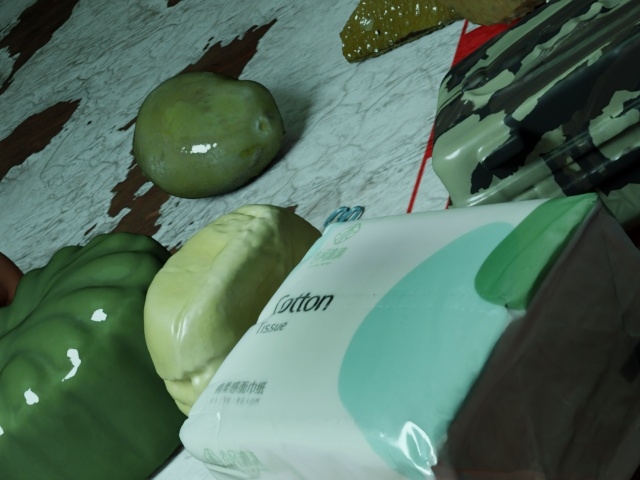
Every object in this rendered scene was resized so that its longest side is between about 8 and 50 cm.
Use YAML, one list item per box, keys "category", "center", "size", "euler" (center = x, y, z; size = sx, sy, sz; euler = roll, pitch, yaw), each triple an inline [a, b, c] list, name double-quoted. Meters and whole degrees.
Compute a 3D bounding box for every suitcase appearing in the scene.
- category: "suitcase"
  center: [0.277, -0.141, 1.542]
  size: [0.352, 0.194, 0.339]
  euler: [-32, 18, 17]

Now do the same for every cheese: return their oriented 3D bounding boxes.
- category: "cheese"
  center: [-0.055, 0.085, 1.609]
  size: [0.117, 0.214, 0.226]
  euler: [-2, 39, 50]

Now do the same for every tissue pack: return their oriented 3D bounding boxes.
- category: "tissue pack"
  center: [0.088, 0.117, 1.356]
  size: [0.356, 0.194, 0.266]
  euler: [-5, 43, 55]

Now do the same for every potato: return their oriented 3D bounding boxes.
- category: "potato"
  center: [-0.152, -0.142, 2.252]
  size: [0.235, 0.160, 0.177]
  euler: [-5, 78, 34]

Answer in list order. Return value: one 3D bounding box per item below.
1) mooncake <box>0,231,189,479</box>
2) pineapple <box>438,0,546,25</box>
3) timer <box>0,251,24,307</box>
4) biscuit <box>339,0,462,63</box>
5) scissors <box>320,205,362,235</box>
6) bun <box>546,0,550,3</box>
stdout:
- category: "mooncake"
  center: [-0.272, 0.149, 1.872]
  size: [0.351, 0.187, 0.351]
  euler: [-33, 22, 15]
- category: "pineapple"
  center: [0.250, -0.413, 2.095]
  size: [0.202, 0.202, 0.362]
  euler: [-20, 20, 40]
- category: "timer"
  center: [-0.477, 0.114, 2.186]
  size: [0.215, 0.229, 0.229]
  euler: [-19, 30, 28]
- category: "biscuit"
  center: [0.114, -0.328, 2.235]
  size: [0.237, 0.131, 0.026]
  euler: [-19, -14, 41]
- category: "scissors"
  center: [0.000, 0.000, 1.933]
  size: [0.119, 0.014, 0.058]
  euler: [-47, 23, -24]
- category: "bun"
  center: [0.344, -0.368, 1.825]
  size: [0.282, 0.205, 0.281]
  euler: [-32, 23, 15]
